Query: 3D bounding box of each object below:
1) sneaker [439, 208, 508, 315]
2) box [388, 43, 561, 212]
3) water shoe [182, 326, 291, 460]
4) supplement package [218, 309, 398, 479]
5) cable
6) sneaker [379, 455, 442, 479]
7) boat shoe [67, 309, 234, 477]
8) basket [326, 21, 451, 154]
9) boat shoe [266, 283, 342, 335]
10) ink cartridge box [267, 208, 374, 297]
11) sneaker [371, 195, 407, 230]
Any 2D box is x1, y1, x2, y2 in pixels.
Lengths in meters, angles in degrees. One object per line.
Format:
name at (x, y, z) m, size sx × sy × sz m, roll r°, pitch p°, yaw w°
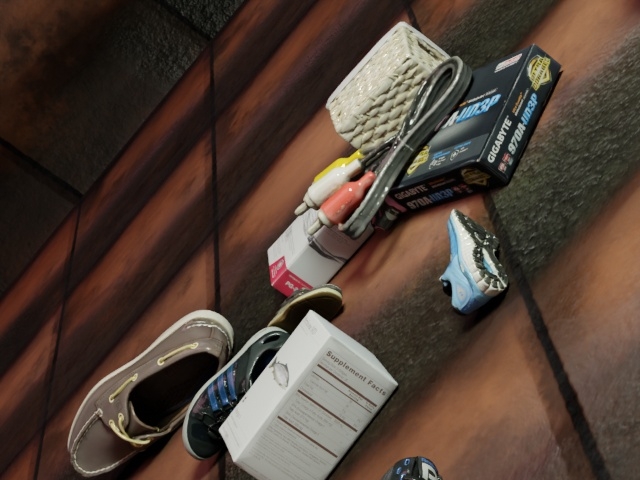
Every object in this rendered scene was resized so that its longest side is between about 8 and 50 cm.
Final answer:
sneaker at (0.154, 0.024, 1.713) m, size 0.073 × 0.063 × 0.162 m, roll -50°, pitch 19°, yaw 23°
box at (0.185, -0.134, 1.923) m, size 0.220 × 0.051 × 0.175 m, roll -17°, pitch 41°, yaw 61°
water shoe at (-0.105, 0.199, 2.008) m, size 0.203 × 0.073 × 0.080 m, roll -55°, pitch 21°, yaw -1°
supplement package at (-0.015, 0.188, 1.763) m, size 0.179 × 0.105 × 0.105 m, roll -53°, pitch 18°, yaw 3°
cable at (0.078, -0.112, 1.951) m, size 0.287 × 0.072 × 0.139 m, roll -50°, pitch 23°, yaw 19°
sneaker at (0.100, 0.242, 1.437) m, size 0.217 × 0.079 × 0.121 m, roll -35°, pitch 28°, yaw 47°
boat shoe at (-0.249, 0.234, 2.233) m, size 0.324 × 0.116 × 0.097 m, roll -42°, pitch 19°, yaw 16°
basket at (0.102, -0.193, 2.136) m, size 0.167 × 0.113 × 0.103 m, roll -46°, pitch 24°, yaw 22°
boat shoe at (-0.022, 0.085, 2.031) m, size 0.152 × 0.056 × 0.049 m, roll -34°, pitch 33°, yaw 46°
ink cartridge box at (0.000, 0.000, 2.114) m, size 0.150 × 0.063 × 0.109 m, roll -47°, pitch 20°, yaw 17°
sneaker at (0.078, -0.046, 2.049) m, size 0.057 × 0.047 × 0.119 m, roll -62°, pitch 16°, yaw 11°
